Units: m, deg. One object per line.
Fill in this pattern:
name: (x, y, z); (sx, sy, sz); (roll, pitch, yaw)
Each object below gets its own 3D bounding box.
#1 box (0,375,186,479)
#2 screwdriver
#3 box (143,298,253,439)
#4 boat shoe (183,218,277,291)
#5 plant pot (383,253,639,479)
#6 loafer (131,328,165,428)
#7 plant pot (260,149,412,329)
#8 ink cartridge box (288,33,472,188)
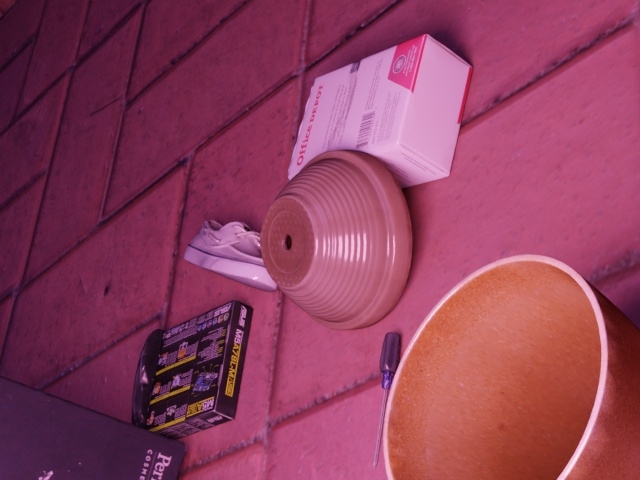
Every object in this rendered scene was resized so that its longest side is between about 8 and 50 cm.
box: (-0.508, 0.438, 1.633); (0.297, 0.472, 0.480); (-19, 51, 55)
screwdriver: (0.076, 0.193, 1.431); (0.025, 0.024, 0.170); (118, 163, -72)
box: (-0.185, 0.200, 1.784); (0.191, 0.045, 0.184); (-26, 48, 43)
boat shoe: (-0.128, 0.015, 1.805); (0.267, 0.096, 0.088); (15, 83, 67)
plant pot: (0.223, 0.170, 0.997); (0.237, 0.254, 0.237); (-35, 40, 36)
loafer: (-0.274, 0.222, 1.881); (0.061, 0.062, 0.170); (-33, 39, 46)
plant pot: (0.000, 0.000, 1.518); (0.237, 0.110, 0.237); (2, 93, 50)
ink cartridge box: (0.078, -0.159, 1.623); (0.237, 0.100, 0.172); (-14, 55, 50)
